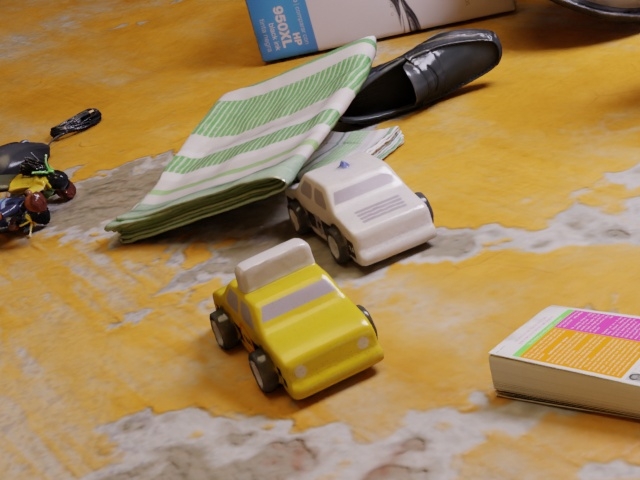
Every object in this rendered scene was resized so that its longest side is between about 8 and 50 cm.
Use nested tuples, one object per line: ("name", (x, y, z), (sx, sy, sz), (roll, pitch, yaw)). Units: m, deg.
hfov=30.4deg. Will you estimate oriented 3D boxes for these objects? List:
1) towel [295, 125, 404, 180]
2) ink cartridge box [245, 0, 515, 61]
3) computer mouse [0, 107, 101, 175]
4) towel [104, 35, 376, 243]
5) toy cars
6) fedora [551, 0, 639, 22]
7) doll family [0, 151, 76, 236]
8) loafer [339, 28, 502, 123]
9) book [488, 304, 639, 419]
("towel", (0.006, -0.099, 1.333), (0.152, 0.023, 0.113), (3, 29, 36))
("ink cartridge box", (0.098, -0.428, 1.819), (0.394, 0.166, 0.285), (-10, 25, 13))
("computer mouse", (-0.389, -0.142, 1.646), (0.071, 0.041, 0.242), (-3, 26, 28))
("towel", (-0.078, -0.118, 1.322), (0.247, 0.038, 0.325), (-16, 25, 33))
("toy cars", (0.000, 0.000, 1.039), (0.176, 0.087, 0.394), (-6, 26, 21))
("fedora", (0.363, -0.432, 1.525), (0.333, 0.153, 0.334), (8, 44, -8))
("doll family", (-0.350, -0.048, 1.384), (0.111, 0.076, 0.193), (-5, 30, 12))
("loafer", (0.115, -0.191, 1.412), (0.223, 0.076, 0.078), (-19, 29, 3))
("book", (0.203, 0.080, 0.811), (0.144, 0.035, 0.096), (6, 29, 40))
